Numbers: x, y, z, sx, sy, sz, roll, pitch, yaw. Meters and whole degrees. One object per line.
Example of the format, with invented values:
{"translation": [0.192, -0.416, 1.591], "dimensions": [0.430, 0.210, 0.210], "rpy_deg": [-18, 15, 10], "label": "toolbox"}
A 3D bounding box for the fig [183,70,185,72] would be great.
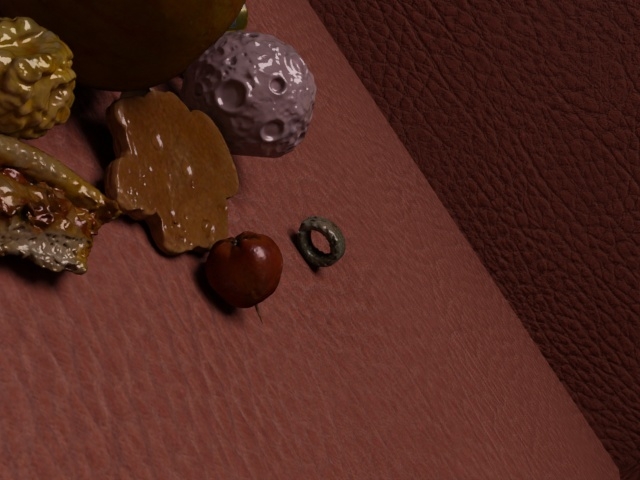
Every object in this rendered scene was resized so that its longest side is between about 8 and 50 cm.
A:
{"translation": [-0.203, -0.360, 1.816], "dimensions": [0.230, 0.143, 0.160], "rpy_deg": [16, 52, -65], "label": "fig"}

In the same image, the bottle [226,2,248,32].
{"translation": [-0.269, -0.402, 1.614], "dimensions": [0.286, 0.082, 0.082], "rpy_deg": [-15, 69, -37], "label": "bottle"}

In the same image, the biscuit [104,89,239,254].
{"translation": [-0.235, -0.103, 1.413], "dimensions": [0.269, 0.051, 0.376], "rpy_deg": [68, 22, -5], "label": "biscuit"}

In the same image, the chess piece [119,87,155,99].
{"translation": [-0.281, -0.220, 1.517], "dimensions": [0.122, 0.066, 0.066], "rpy_deg": [26, 35, -63], "label": "chess piece"}

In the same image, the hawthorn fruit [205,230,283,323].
{"translation": [-0.121, 0.047, 1.405], "dimensions": [0.125, 0.125, 0.140], "rpy_deg": [-104, -170, -45], "label": "hawthorn fruit"}

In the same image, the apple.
{"translation": [-0.279, -0.405, 1.307], "dimensions": [0.333, 0.400, 0.400], "rpy_deg": [37, 23, -15], "label": "apple"}

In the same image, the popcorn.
{"translation": [-0.389, -0.203, 1.099], "dimensions": [0.180, 0.180, 0.170], "rpy_deg": [-87, 165, -61], "label": "popcorn"}

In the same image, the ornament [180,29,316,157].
{"translation": [-0.134, -0.273, 1.661], "dimensions": [0.259, 0.259, 0.225], "rpy_deg": [-19, 119, -71], "label": "ornament"}

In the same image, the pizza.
{"translation": [-0.352, -0.048, 1.030], "dimensions": [0.365, 0.074, 0.182], "rpy_deg": [27, 26, -55], "label": "pizza"}

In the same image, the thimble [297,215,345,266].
{"translation": [0.000, 0.000, 1.823], "dimensions": [0.110, 0.084, 0.062], "rpy_deg": [58, 19, -3], "label": "thimble"}
